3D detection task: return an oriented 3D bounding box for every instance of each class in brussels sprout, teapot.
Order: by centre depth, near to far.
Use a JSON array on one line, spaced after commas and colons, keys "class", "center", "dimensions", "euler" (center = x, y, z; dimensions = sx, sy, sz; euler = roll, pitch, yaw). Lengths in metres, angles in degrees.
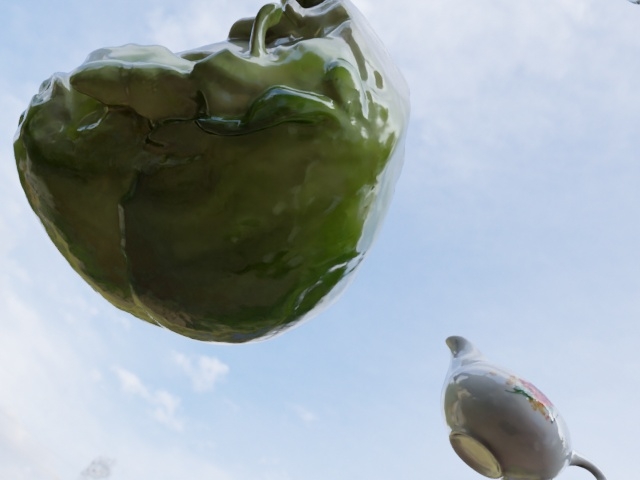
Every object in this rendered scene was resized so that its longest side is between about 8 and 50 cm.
[{"class": "brussels sprout", "center": [-0.087, -0.066, 0.812], "dimensions": [0.371, 0.276, 0.315], "euler": [-23, -66, 18]}, {"class": "teapot", "center": [0.193, 0.197, 0.883], "dimensions": [0.226, 0.092, 0.145], "euler": [41, -25, 16]}]

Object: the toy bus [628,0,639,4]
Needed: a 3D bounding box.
[{"class": "toy bus", "center": [0.124, -0.190, 0.389], "dimensions": [0.194, 0.089, 0.087], "euler": [65, -32, 30]}]
